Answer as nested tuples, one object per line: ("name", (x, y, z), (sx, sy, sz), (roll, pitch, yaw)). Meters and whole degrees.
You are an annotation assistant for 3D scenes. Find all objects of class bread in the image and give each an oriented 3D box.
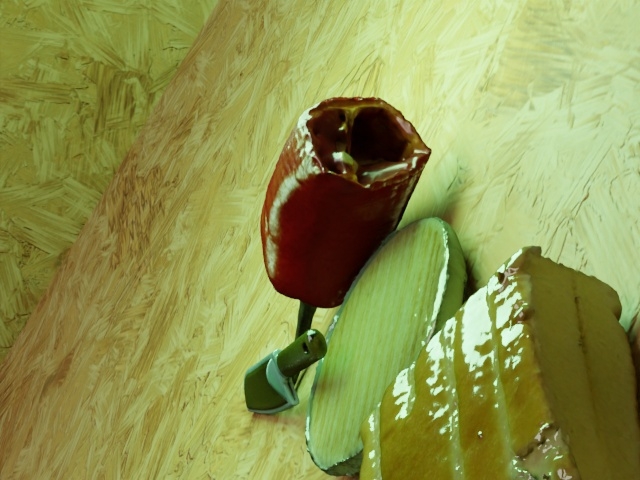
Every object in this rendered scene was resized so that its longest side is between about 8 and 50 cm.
("bread", (0.062, 0.099, 1.494), (0.267, 0.040, 0.267), (-55, 19, 30))
("bread", (0.124, 0.162, 1.135), (0.239, 0.111, 0.246), (-52, 23, 36))

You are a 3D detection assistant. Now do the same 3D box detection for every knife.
("knife", (-0.042, 0.145, 1.659), (0.061, 0.027, 0.343), (69, 162, 6))

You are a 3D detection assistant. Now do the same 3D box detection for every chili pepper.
("chili pepper", (0.002, -0.004, 1.654), (0.134, 0.131, 0.338), (-29, -26, -33))
